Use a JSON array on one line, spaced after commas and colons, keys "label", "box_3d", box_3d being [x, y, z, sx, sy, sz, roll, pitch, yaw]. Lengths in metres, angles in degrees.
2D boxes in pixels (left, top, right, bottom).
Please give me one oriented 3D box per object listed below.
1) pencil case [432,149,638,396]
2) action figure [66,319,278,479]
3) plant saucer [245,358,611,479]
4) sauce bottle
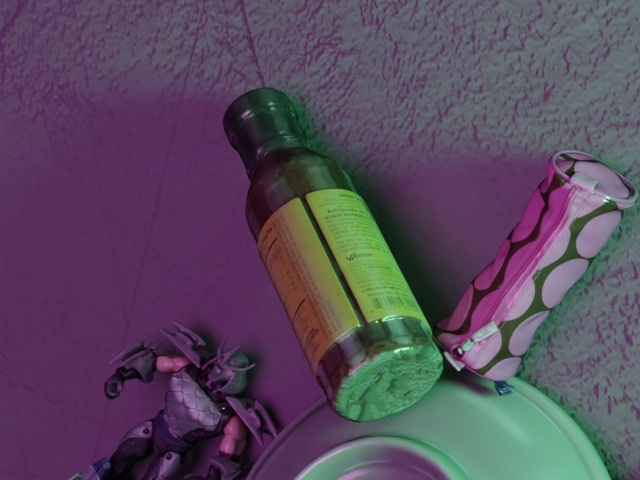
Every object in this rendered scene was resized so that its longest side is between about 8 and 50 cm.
[{"label": "pencil case", "box_3d": [0.180, 0.023, 1.409, 0.095, 0.098, 0.209, 40, 110, 26]}, {"label": "action figure", "box_3d": [-0.157, 0.204, 1.630, 0.285, 0.099, 0.185, -50, 60, 19]}, {"label": "plant saucer", "box_3d": [0.057, 0.281, 1.409, 0.400, 0.100, 0.401, -14, 62, 27]}, {"label": "sauce bottle", "box_3d": [0.000, 0.000, 1.484, 0.111, 0.111, 0.344, -44, 49, 25]}]
